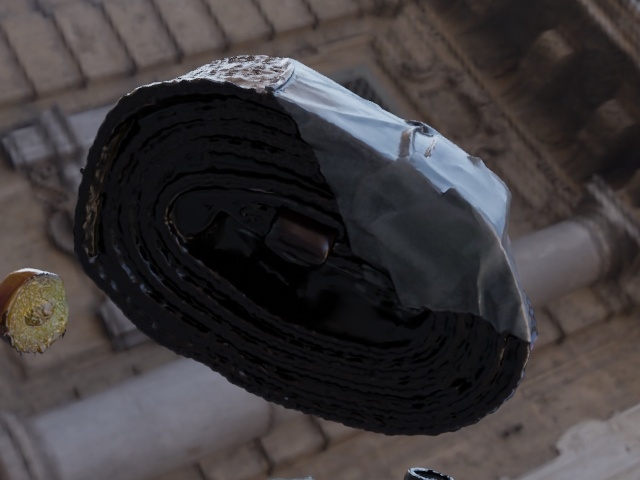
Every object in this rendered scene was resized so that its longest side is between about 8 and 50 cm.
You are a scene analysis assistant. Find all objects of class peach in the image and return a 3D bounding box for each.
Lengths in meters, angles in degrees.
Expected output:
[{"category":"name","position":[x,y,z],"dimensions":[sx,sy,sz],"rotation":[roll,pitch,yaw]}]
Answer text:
[{"category":"peach","position":[-0.313,0.073,1.372],"dimensions":[0.061,0.098,0.098],"rotation":[19,-56,34]}]

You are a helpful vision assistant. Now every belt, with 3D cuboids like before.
[{"category":"belt","position":[0.000,0.000,0.810],"dimensions":[0.289,0.164,0.184],"rotation":[28,-77,2]}]

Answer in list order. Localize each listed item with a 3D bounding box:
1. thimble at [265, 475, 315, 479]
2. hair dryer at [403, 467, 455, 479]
[{"category":"thimble","position":[-0.045,0.188,0.484],"dimensions":[0.143,0.190,0.137],"rotation":[53,-4,44]},{"category":"hair dryer","position":[0.151,0.354,1.506],"dimensions":[0.255,0.070,0.128],"rotation":[-162,-97,-72]}]
